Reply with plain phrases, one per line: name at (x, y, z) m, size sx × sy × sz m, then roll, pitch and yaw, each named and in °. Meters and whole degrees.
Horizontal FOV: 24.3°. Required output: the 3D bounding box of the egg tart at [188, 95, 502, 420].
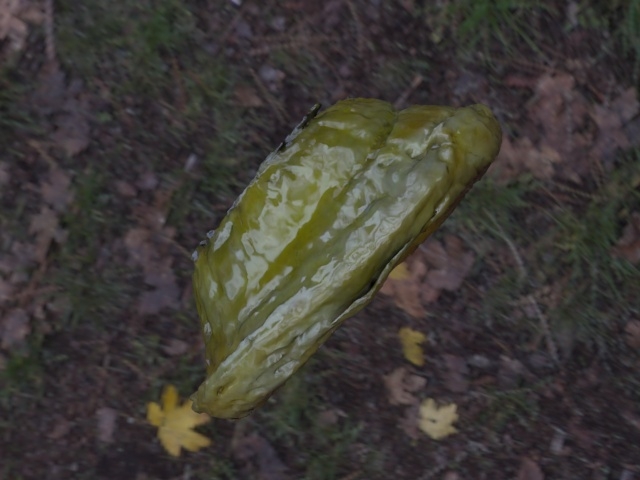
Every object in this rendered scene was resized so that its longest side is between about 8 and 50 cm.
egg tart at (0.000, 0.000, 1.024) m, size 0.115 × 0.290 × 0.290 m, roll 43°, pitch 98°, yaw 5°
